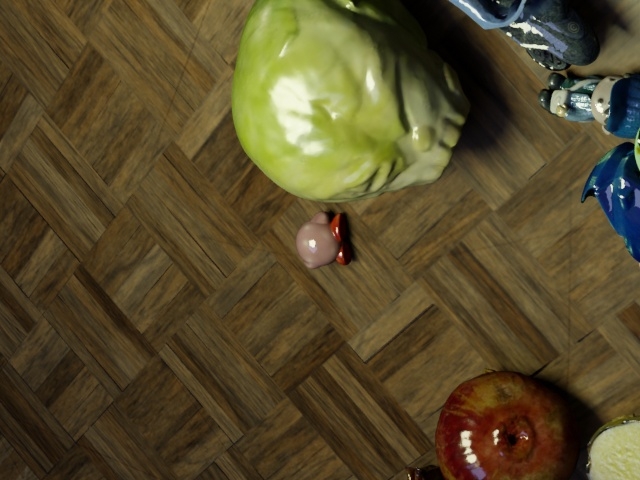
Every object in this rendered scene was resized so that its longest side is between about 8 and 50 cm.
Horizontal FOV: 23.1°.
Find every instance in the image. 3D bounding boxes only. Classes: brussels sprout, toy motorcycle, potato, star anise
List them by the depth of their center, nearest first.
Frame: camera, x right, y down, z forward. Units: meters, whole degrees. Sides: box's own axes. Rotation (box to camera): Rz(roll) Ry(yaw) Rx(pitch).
[{"bbox_3d":[0.182,-0.333,1.729,0.358,0.125,0.212,42,157,4],"label":"toy motorcycle"},{"bbox_3d":[0.403,0.003,1.749,0.196,0.125,0.331,7,130,45],"label":"toy motorcycle"},{"bbox_3d":[0.024,-0.180,1.936,0.274,0.242,0.316,-41,92,25],"label":"brussels sprout"},{"bbox_3d":[0.441,0.287,1.980,0.200,0.081,0.164,12,117,34],"label":"potato"},{"bbox_3d":[0.175,0.397,2.267,0.141,0.144,0.158,19,169,-6],"label":"star anise"}]

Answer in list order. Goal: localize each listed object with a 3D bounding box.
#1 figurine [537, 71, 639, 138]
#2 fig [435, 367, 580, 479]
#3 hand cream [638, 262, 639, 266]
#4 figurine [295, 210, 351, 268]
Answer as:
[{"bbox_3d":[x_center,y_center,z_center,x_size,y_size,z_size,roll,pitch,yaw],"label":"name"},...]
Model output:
[{"bbox_3d":[0.320,-0.155,1.784,0.149,0.086,0.087,11,152,49],"label":"figurine"},{"bbox_3d":[0.245,0.266,2.078,0.205,0.205,0.205,23,131,30],"label":"fig"},{"bbox_3d":[0.396,0.003,1.862,0.052,0.038,0.216,-7,108,19],"label":"hand cream"},{"bbox_3d":[0.000,0.000,2.196,0.071,0.067,0.083,1,103,20],"label":"figurine"}]
